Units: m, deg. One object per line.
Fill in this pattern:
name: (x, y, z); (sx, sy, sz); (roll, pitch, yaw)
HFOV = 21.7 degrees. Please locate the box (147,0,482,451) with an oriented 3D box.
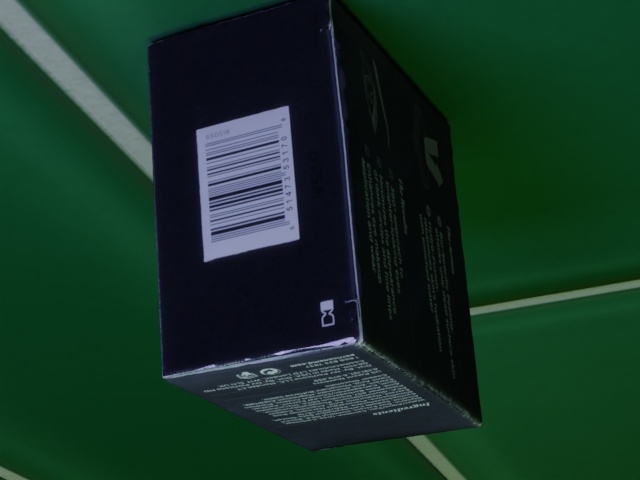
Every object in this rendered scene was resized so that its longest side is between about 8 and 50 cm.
box: (0.000, 0.000, 0.745); (0.093, 0.156, 0.158); (-13, 157, 20)
